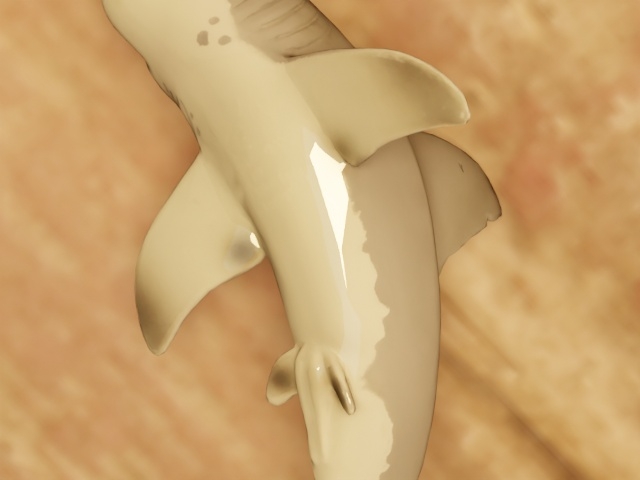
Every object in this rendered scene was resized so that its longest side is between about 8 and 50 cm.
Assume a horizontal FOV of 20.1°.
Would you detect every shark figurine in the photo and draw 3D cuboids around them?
[{"bbox_3d":[0.016,0.024,0.585,0.166,0.116,0.278,2,104,41],"label":"shark figurine"}]
